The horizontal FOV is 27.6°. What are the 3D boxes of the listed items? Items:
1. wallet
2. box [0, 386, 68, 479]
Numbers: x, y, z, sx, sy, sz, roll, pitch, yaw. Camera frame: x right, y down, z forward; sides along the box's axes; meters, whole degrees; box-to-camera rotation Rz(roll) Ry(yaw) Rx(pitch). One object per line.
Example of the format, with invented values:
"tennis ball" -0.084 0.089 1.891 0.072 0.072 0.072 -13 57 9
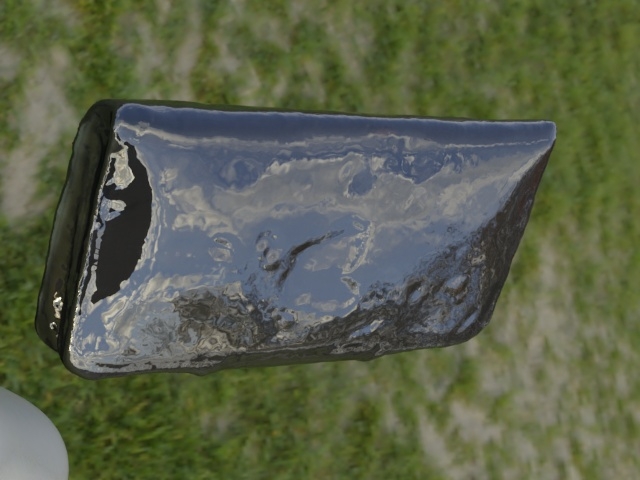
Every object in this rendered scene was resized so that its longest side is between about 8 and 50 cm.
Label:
"wallet" 0.000 0.000 0.880 0.377 0.051 0.197 -2 120 -35
"box" -0.394 0.145 1.088 0.289 0.349 0.141 55 58 -75
